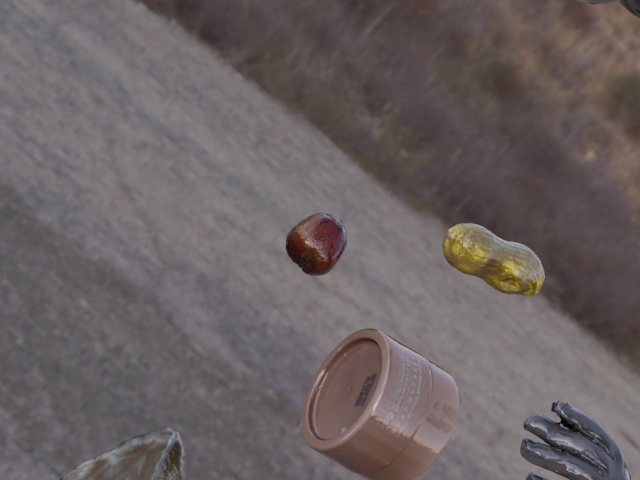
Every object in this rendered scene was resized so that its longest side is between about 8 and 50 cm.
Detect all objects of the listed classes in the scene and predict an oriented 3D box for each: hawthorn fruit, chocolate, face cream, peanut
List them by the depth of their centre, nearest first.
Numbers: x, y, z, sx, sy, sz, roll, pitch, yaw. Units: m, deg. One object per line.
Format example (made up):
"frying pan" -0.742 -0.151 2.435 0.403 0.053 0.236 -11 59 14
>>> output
"chocolate" -0.206 0.294 1.362 0.080 0.157 0.254 59 18 -18
"face cream" 0.064 0.183 1.543 0.104 0.149 0.149 32 13 -26
"hawthorn fruit" -0.003 0.004 1.710 0.077 0.077 0.077 42 9 -9
"peanut" 0.283 0.031 2.295 0.206 0.087 0.087 25 18 -31

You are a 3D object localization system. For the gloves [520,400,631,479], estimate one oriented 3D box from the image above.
"gloves" 0.339 0.331 1.773 0.285 0.119 0.142 65 21 -11

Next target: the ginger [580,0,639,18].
"ginger" 0.398 -0.303 1.326 0.256 0.375 0.176 7 73 -78
